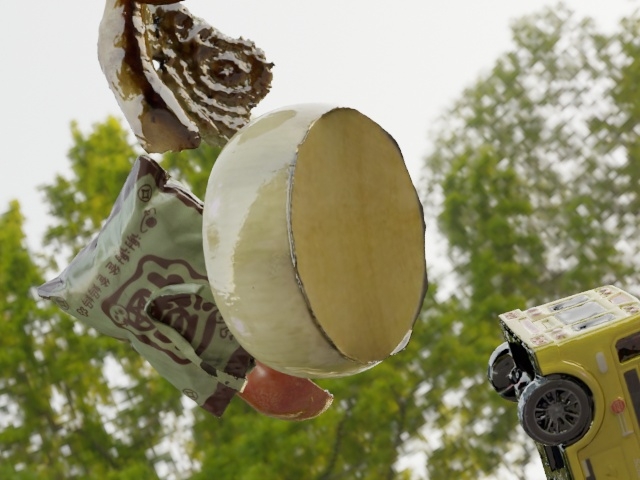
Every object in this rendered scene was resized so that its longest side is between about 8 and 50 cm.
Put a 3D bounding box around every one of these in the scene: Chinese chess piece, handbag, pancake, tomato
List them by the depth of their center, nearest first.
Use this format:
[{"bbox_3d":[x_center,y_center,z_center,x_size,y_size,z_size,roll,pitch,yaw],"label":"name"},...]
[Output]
[{"bbox_3d":[0.000,0.000,1.201,0.104,0.257,0.257,-8,-30,32],"label":"Chinese chess piece"},{"bbox_3d":[-0.145,0.050,1.324,0.235,0.127,0.213,36,-66,-8],"label":"handbag"},{"bbox_3d":[-0.183,-0.207,1.576,0.212,0.257,0.056,-59,2,-29],"label":"pancake"},{"bbox_3d":[-0.095,0.213,2.072,0.095,0.237,0.237,-51,-42,-3],"label":"tomato"}]

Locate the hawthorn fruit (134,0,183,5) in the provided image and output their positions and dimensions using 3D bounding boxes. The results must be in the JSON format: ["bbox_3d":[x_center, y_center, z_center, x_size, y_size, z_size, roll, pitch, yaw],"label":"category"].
[{"bbox_3d":[-0.206,-0.407,1.418,0.277,0.298,0.277,-60,-13,-23],"label":"hawthorn fruit"}]

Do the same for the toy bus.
[{"bbox_3d":[0.265,0.217,1.163,0.151,0.145,0.331,-20,-78,-4],"label":"toy bus"}]
